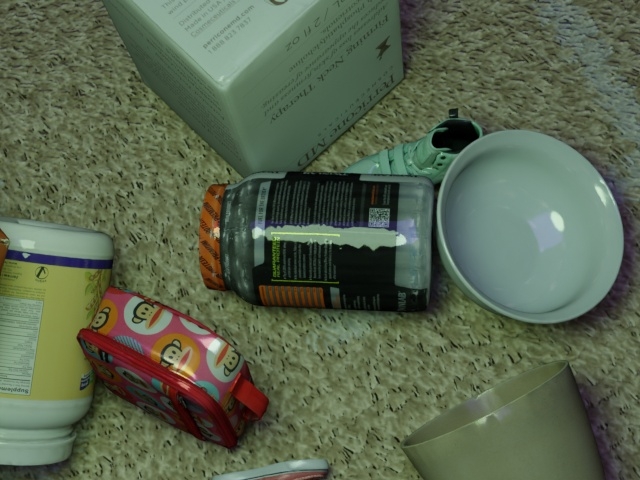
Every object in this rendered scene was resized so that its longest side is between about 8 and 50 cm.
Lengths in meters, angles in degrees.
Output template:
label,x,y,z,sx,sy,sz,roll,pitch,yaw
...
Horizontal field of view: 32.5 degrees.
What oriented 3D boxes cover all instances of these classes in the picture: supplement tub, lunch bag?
label,x,y,z,sx,sy,sz,roll,pitch,yaw
supplement tub,-0.438,0.137,1.591,0.241,0.241,0.331,9,92,9
supplement tub,0.000,0.000,1.646,0.338,0.207,0.207,2,70,6
lunch bag,-0.191,0.190,1.553,0.258,0.293,0.120,24,69,14

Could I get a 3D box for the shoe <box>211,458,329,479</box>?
label,x,y,z,sx,sy,sz,roll,pitch,yaw
shoe,-0.070,0.370,1.597,0.178,0.063,0.081,-12,70,7

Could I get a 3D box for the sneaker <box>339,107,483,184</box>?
label,x,y,z,sx,sy,sz,roll,pitch,yaw
sneaker,0.134,-0.129,1.708,0.256,0.151,0.094,-16,71,1

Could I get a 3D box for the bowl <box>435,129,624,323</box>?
label,x,y,z,sx,sy,sz,roll,pitch,yaw
bowl,0.288,-0.004,1.633,0.298,0.134,0.297,5,70,-15

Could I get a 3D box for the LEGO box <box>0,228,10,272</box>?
label,x,y,z,sx,sy,sz,roll,pitch,yaw
LEGO box,-0.622,0.149,1.468,0.372,0.193,0.500,36,111,49

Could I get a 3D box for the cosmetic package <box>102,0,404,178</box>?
label,x,y,z,sx,sy,sz,roll,pitch,yaw
cosmetic package,-0.100,-0.340,1.681,0.329,0.393,0.327,-43,71,-9

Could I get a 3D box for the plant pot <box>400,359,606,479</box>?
label,x,y,z,sx,sy,sz,roll,pitch,yaw
plant pot,0.285,0.341,1.489,0.257,0.256,0.274,-27,85,-4
